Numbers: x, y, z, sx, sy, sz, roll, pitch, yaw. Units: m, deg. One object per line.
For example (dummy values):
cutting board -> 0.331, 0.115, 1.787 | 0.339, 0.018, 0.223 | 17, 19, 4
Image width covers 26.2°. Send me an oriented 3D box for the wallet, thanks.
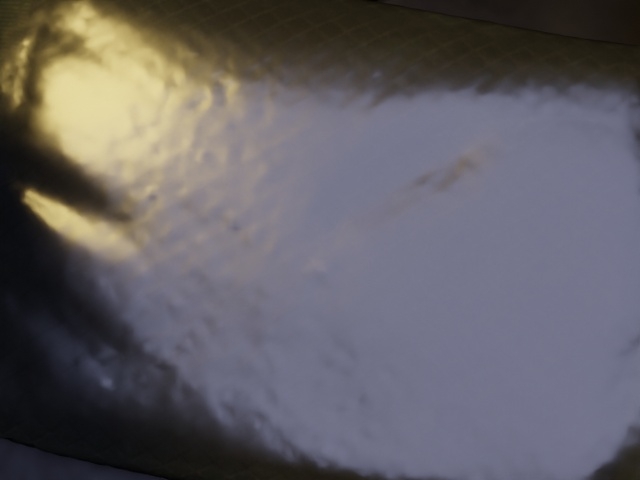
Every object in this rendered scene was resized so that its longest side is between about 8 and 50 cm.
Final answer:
wallet -> 0.000, 0.000, 0.440 | 0.245, 0.052, 0.168 | 13, 79, 2
